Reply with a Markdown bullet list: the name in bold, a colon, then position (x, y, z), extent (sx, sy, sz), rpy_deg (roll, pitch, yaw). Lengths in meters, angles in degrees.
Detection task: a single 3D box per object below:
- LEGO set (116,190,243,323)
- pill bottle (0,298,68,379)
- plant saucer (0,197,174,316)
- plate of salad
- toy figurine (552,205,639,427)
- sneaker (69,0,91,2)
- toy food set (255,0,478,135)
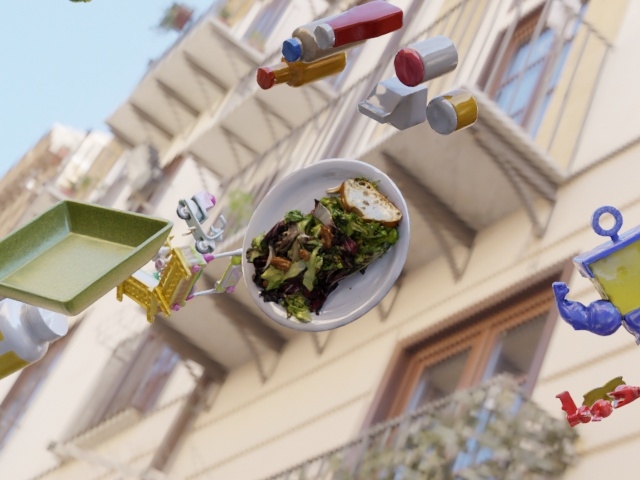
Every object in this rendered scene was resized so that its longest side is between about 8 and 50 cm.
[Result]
- **LEGO set**: position (-0.186, 0.036, 1.814), extent (0.287, 0.107, 0.132), rpy_deg (-29, -104, 53)
- **pill bottle**: position (-0.468, 0.147, 2.025), extent (0.184, 0.103, 0.103), rpy_deg (-27, -59, 16)
- **plant saucer**: position (-0.291, 0.025, 1.595), extent (0.188, 0.188, 0.045), rpy_deg (12, -54, 35)
- **plate of salad**: position (0.000, 0.000, 1.479), extent (0.199, 0.200, 0.048), rpy_deg (4, -18, 26)
- **toy figurine**: position (0.403, 0.041, 1.597), extent (0.217, 0.362, 0.191), rpy_deg (62, 3, 7)
- **sneaker**: position (-0.352, -0.384, 1.549), extent (0.296, 0.123, 0.109), rpy_deg (55, 0, -4)
- **toy food set**: position (0.042, -0.170, 1.377), extent (0.232, 0.104, 0.111), rpy_deg (33, -46, 40)
